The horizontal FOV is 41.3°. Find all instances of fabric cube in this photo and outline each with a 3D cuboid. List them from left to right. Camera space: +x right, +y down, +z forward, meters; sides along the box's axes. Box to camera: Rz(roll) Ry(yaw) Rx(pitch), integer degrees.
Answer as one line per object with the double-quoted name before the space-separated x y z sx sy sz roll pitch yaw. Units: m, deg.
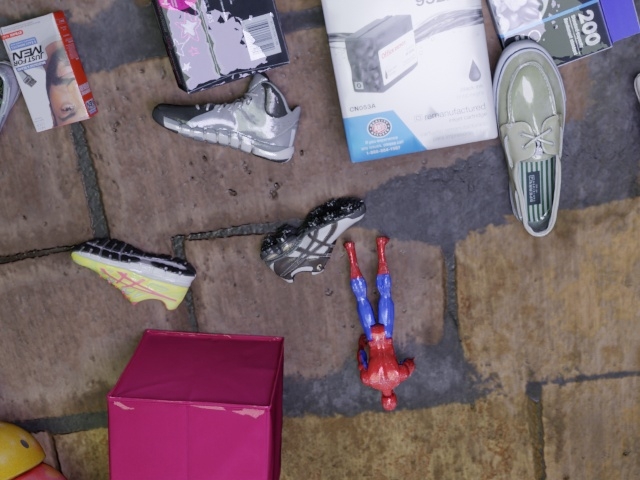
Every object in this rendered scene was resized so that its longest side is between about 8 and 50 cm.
"fabric cube" -0.197 0.320 1.410 0.259 0.254 0.258 3 109 3

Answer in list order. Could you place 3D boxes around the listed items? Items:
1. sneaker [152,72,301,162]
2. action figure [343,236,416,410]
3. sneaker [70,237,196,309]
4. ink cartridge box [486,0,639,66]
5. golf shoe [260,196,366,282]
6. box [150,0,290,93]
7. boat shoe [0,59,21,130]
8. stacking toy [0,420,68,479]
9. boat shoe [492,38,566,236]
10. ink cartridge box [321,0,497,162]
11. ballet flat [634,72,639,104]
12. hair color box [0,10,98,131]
"sneaker" -0.138 -0.213 1.323 0.229 0.086 0.132 15 104 -12
"action figure" 0.101 0.140 1.427 0.091 0.139 0.280 -8 86 9
"sneaker" -0.320 0.063 1.421 0.208 0.081 0.094 18 111 -3
"ink cartridge box" 0.353 -0.365 1.254 0.208 0.045 0.206 -20 106 9
"golf shoe" 0.000 0.000 1.389 0.198 0.077 0.094 -27 111 21
"box" -0.160 -0.356 1.221 0.163 0.142 0.247 -19 109 -10
"boat shoe" -0.549 -0.183 1.350 0.079 0.081 0.227 32 107 -7
"stacking toy" -0.575 0.440 1.481 0.350 0.350 0.480 -21 91 10
"boat shoe" 0.326 -0.148 1.278 0.109 0.094 0.302 -12 118 6
"ink cartridge box" 0.126 -0.291 1.247 0.223 0.129 0.307 -9 108 7
"ballet flat" 0.532 -0.260 1.253 0.123 0.123 0.348 14 110 -2
"hair color box" -0.424 -0.264 1.330 0.093 0.053 0.167 -14 109 7
